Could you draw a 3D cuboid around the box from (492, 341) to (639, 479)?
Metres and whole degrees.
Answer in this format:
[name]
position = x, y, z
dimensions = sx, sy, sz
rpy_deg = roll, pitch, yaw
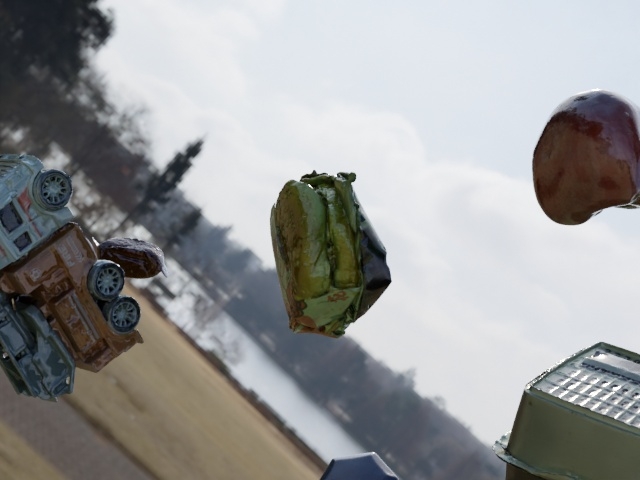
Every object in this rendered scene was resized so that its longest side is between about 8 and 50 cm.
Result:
[box]
position = 0.358, 0.246, 1.326
dimensions = 0.221, 0.166, 0.290
rpy_deg = 20, 19, 31

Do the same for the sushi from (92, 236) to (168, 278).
[sushi]
position = -0.283, 0.024, 1.611
dimensions = 0.120, 0.052, 0.055
rpy_deg = 6, 12, 1

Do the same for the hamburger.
[hamburger]
position = 0.002, -0.002, 1.430
dimensions = 0.235, 0.125, 0.214
rpy_deg = 110, -34, -60

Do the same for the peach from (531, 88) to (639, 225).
[peach]
position = 0.307, -0.096, 1.205
dimensions = 0.152, 0.152, 0.152
rpy_deg = 42, -5, 4

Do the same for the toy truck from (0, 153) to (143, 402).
[toy truck]
position = -0.384, 0.037, 1.413
dimensions = 0.133, 0.184, 0.338
rpy_deg = 6, -51, 46

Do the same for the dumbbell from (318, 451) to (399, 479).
[dumbbell]
position = 0.088, 0.540, 2.016
dimensions = 0.144, 0.156, 0.316
rpy_deg = 12, -46, 29
